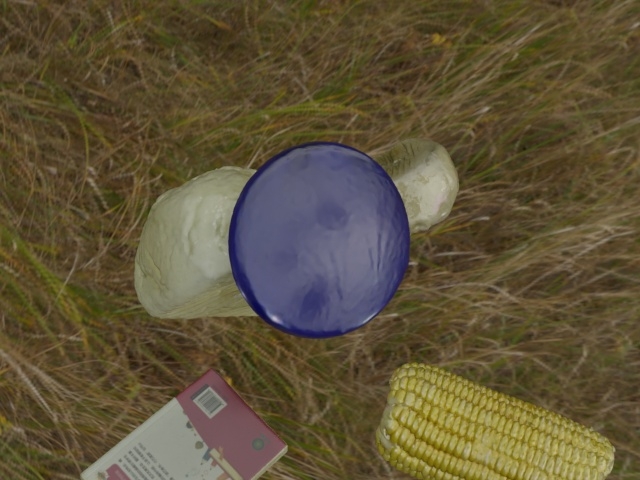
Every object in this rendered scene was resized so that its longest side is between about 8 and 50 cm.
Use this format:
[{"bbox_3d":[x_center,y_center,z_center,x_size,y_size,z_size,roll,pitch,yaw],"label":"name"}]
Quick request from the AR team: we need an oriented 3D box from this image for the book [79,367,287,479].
[{"bbox_3d":[-0.180,0.299,1.126,0.162,0.022,0.232,42,61,18],"label":"book"}]

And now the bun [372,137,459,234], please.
[{"bbox_3d":[0.141,-0.081,1.375,0.179,0.193,0.127,-29,111,12],"label":"bun"}]

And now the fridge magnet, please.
[{"bbox_3d":[0.000,0.000,1.121,0.266,0.113,0.265,-2,93,-27],"label":"fridge magnet"}]

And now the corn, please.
[{"bbox_3d":[0.123,0.147,0.597,0.165,0.063,0.085,16,82,13],"label":"corn"}]

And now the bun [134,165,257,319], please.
[{"bbox_3d":[-0.139,0.000,1.359,0.349,0.352,0.227,-14,74,20],"label":"bun"}]
